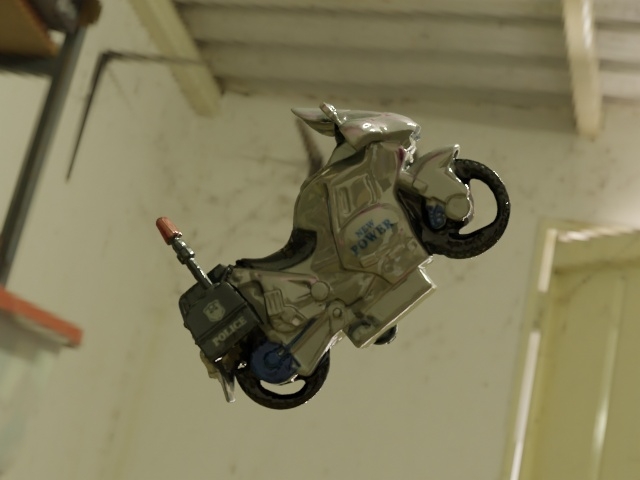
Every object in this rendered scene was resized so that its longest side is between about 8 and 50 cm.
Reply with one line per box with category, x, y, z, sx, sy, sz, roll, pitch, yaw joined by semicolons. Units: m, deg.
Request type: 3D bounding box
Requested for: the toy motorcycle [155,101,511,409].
toy motorcycle;0.000;0.000;0.891;0.150;0.221;0.102;50;5;11
